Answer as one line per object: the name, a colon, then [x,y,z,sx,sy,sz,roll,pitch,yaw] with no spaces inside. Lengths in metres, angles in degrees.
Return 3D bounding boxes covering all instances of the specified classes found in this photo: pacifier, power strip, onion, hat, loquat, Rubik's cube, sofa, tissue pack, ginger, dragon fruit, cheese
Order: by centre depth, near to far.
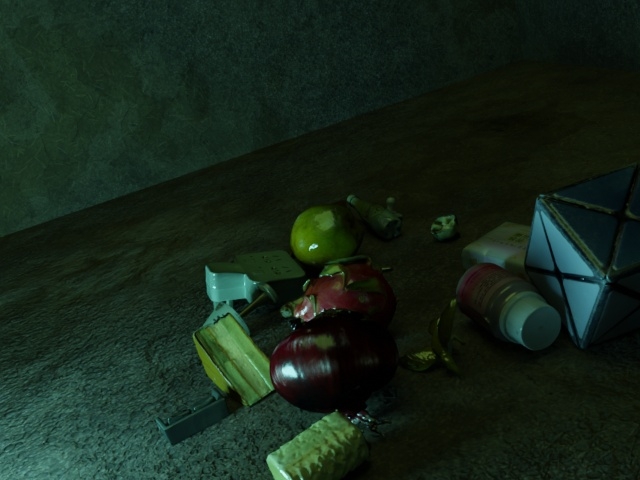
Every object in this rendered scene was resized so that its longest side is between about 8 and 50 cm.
cheese: [-0.003,0.399,1.364,0.167,0.094,0.123,-30,36,-23]
onion: [0.038,0.279,1.514,0.273,0.285,0.273,-18,-16,-5]
Rubik's cube: [0.599,0.035,1.541,0.259,0.255,0.260,-17,50,-6]
sofa: [-0.285,0.377,1.634,0.147,0.060,0.085,-25,24,-22]
dragon fruit: [0.059,0.153,1.755,0.227,0.224,0.224,-6,14,-33]
tissue pack: [0.494,0.051,1.833,0.185,0.124,0.225,-27,25,-30]
ginger: [0.033,0.144,1.976,0.294,0.086,0.131,-23,31,2]
power strip: [-0.191,0.129,2.123,0.261,0.141,0.229,-7,20,-19]
loquat: [0.000,0.000,2.190,0.246,0.213,0.213,-25,16,27]
hat: [0.372,-0.033,2.203,0.077,0.059,0.076,-8,39,31]
pacifier: [0.231,-0.104,2.438,0.081,0.078,0.099,-1,15,-22]

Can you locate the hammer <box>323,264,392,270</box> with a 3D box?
hammer: [0.105,0.081,2.107,0.195,0.060,0.028,-8,39,4]

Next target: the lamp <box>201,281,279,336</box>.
lamp: [-0.210,0.195,1.932,0.215,0.121,0.121,-39,30,-23]

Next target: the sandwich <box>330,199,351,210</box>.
sandwich: [0.052,-0.059,2.423,0.088,0.090,0.244,-9,22,8]

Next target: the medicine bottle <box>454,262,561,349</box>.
medicine bottle: [0.412,0.146,1.637,0.147,0.147,0.247,-21,23,-14]

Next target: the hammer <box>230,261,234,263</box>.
hammer: [-0.245,0.086,2.357,0.065,0.021,0.178,-30,26,-31]

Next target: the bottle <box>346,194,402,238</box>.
bottle: [0.162,-0.086,2.388,0.083,0.083,0.270,-23,33,-20]

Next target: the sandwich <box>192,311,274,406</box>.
sandwich: [-0.190,0.272,1.716,0.117,0.144,0.187,-30,26,-27]

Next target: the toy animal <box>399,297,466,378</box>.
toy animal: [0.276,0.228,1.603,0.155,0.219,0.095,44,33,23]
